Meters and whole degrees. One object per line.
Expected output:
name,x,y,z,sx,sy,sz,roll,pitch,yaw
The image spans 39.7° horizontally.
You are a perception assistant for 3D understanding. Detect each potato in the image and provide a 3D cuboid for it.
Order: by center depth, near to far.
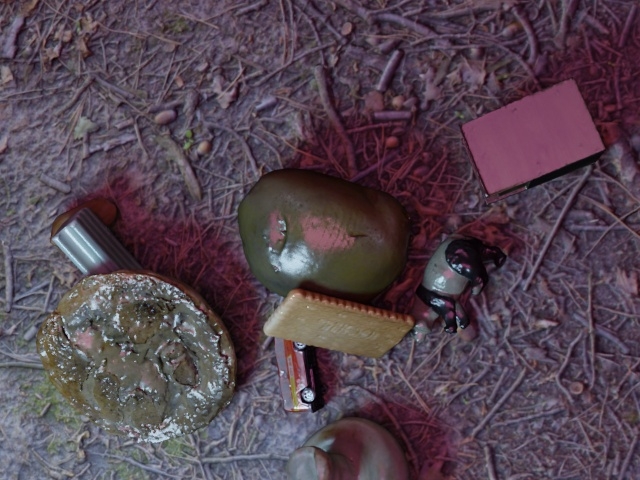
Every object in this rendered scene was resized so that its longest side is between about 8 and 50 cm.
potato,0.000,0.000,1.631,0.326,0.221,0.243,18,95,5

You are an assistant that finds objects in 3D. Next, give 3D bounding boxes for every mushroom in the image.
mushroom,0.034,0.436,1.598,0.243,0.243,0.244,0,88,11

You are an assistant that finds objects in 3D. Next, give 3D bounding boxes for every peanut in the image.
peanut,-0.482,-0.034,1.802,0.152,0.076,0.076,-29,83,3

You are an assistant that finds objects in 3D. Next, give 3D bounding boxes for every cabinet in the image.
cabinet,0.370,-0.175,1.589,0.215,0.175,0.148,-23,84,10

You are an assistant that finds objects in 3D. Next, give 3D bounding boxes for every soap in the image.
soap,-0.423,0.035,1.730,0.066,0.119,0.198,-37,107,7

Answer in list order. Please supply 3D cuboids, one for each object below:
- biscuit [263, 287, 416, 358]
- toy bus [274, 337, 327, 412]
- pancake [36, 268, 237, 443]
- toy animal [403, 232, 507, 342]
biscuit,0.034,0.152,1.617,0.249,0.160,0.030,14,52,-19
toy bus,-0.042,0.243,1.706,0.077,0.079,0.174,-11,86,20
pancake,-0.347,0.224,1.705,0.386,0.082,0.387,0,112,0
toy animal,0.238,0.092,1.647,0.121,0.094,0.225,33,104,20
